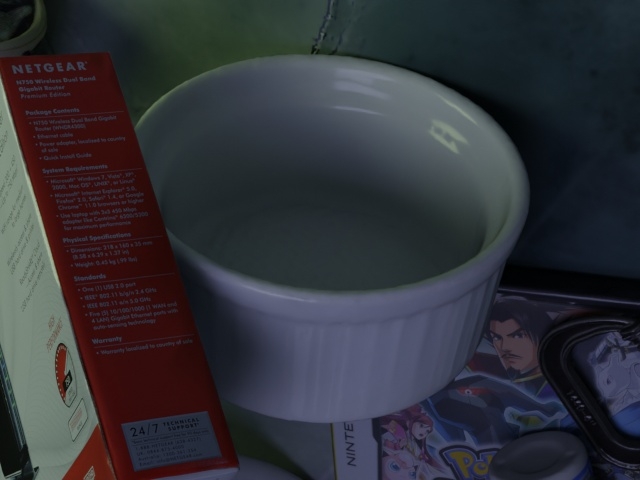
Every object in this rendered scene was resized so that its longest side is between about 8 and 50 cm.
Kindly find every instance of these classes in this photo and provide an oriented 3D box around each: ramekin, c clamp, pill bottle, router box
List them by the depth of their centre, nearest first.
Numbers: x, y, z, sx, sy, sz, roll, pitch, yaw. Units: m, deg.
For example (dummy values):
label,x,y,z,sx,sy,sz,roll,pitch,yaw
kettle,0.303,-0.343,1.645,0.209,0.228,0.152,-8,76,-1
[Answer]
label,x,y,z,sx,sy,sz,roll,pitch,yaw
router box,-0.187,0.088,1.241,0.335,0.082,0.301,-53,51,52
ramekin,0.000,0.000,1.274,0.277,0.277,0.135,17,130,14
c clamp,0.243,0.112,1.344,0.137,0.022,0.160,-31,105,37
pill bottle,0.183,0.222,1.393,0.078,0.078,0.137,-8,115,26

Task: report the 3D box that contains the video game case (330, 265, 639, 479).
label,x,y,z,sx,sy,sz,roll,pitch,yaw
video game case,0.137,0.134,1.430,0.275,0.035,0.248,6,120,20

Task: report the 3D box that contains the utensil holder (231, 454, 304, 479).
label,x,y,z,sx,sy,sz,roll,pitch,yaw
utensil holder,-0.155,0.408,1.540,0.327,0.327,0.385,46,127,-7

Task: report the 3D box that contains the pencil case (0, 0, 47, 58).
label,x,y,z,sx,sy,sz,roll,pitch,yaw
pencil case,-0.325,-0.047,1.450,0.160,0.184,0.410,43,130,31
